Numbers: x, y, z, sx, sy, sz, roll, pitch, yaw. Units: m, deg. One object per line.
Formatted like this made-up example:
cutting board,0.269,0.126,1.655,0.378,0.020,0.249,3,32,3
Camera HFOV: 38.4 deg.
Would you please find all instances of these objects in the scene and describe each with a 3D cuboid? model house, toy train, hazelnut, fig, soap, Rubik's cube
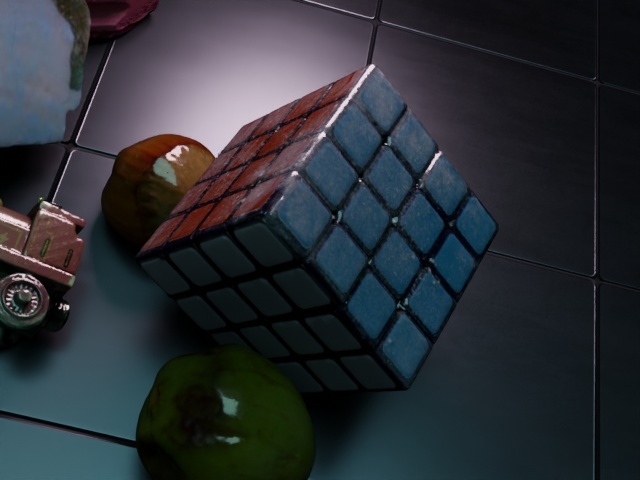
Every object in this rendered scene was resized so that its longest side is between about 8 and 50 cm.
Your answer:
model house,-0.620,-0.316,1.493,0.339,0.298,0.360,11,15,23
toy train,-0.514,0.024,1.389,0.304,0.150,0.222,25,57,-26
hazelnut,-0.267,-0.091,1.530,0.210,0.186,0.210,2,78,-10
fig,-0.126,0.277,1.331,0.271,0.239,0.239,36,53,-26
soap,-0.447,-0.481,1.732,0.289,0.112,0.182,-8,62,-29
Rubik's cube,0.000,0.000,1.383,0.337,0.343,0.344,48,55,-21
